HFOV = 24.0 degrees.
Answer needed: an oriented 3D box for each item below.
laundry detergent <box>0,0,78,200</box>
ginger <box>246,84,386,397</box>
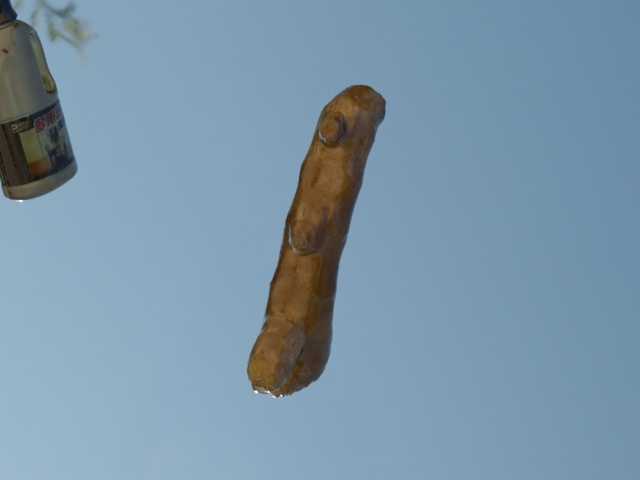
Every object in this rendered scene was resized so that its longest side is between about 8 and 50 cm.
[{"bbox_3d":[-0.324,-0.161,1.597,0.070,0.225,0.099,7,-151,39],"label":"laundry detergent"},{"bbox_3d":[-0.003,-0.001,1.378,0.065,0.118,0.298,14,-91,14],"label":"ginger"}]
